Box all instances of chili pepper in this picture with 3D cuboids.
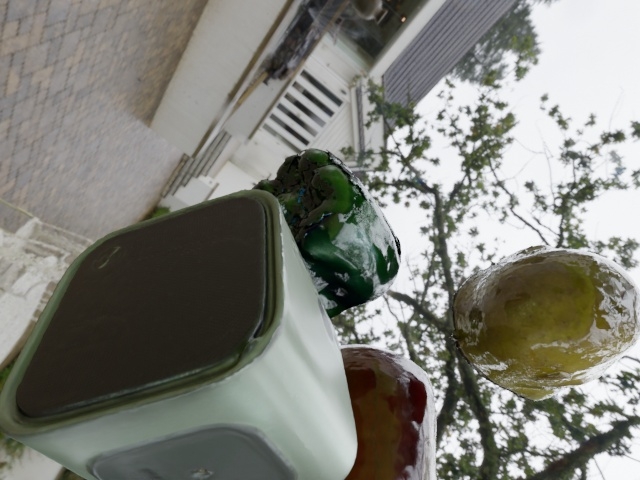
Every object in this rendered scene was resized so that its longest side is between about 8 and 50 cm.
[{"bbox_3d":[0.000,0.000,0.707,0.249,0.256,0.233,-22,-138,22],"label":"chili pepper"}]

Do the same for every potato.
[{"bbox_3d":[0.465,0.138,0.755,0.296,0.398,0.289,133,-44,-62],"label":"potato"}]

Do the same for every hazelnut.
[{"bbox_3d":[0.061,0.403,0.771,0.359,0.360,0.409,-33,-142,53],"label":"hazelnut"}]

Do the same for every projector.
[{"bbox_3d":[-0.117,0.128,0.456,0.249,0.249,0.248,-17,-141,6],"label":"projector"}]
